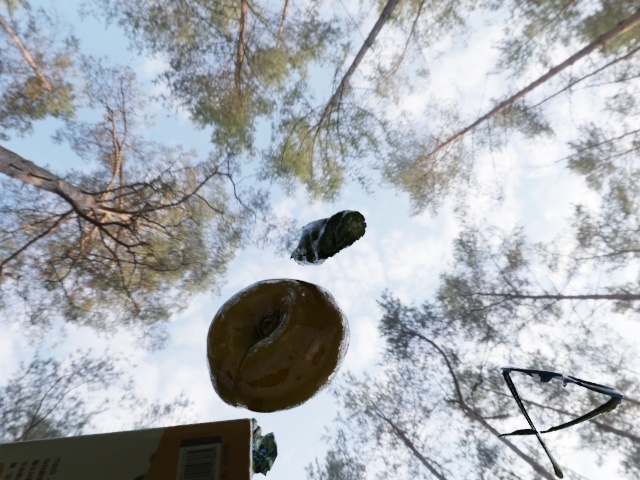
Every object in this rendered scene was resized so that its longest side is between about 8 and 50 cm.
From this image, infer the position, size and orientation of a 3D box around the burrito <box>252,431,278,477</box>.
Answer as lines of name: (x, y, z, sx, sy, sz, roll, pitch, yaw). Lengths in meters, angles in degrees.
burrito: (-0.117, 0.365, 0.756, 0.104, 0.288, 0.054, -28, -98, -2)

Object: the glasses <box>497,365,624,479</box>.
glasses: (0.429, 0.320, 0.886, 0.102, 0.239, 0.207, 51, -118, -20)

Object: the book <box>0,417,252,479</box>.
book: (-0.207, 0.261, 0.401, 0.295, 0.208, 0.020, -4, -53, -4)

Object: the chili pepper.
chili pepper: (-0.002, -0.001, 0.851, 0.061, 0.224, 0.098, 25, -111, -25)

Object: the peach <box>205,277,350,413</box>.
peach: (-0.076, 0.172, 0.789, 0.251, 0.251, 0.153, -37, -49, -9)

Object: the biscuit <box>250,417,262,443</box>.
biscuit: (-0.104, 0.238, 0.534, 0.084, 0.084, 0.023, -36, -96, -9)
